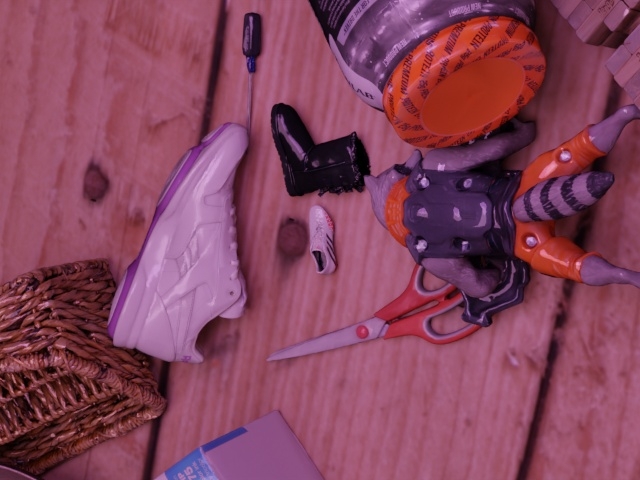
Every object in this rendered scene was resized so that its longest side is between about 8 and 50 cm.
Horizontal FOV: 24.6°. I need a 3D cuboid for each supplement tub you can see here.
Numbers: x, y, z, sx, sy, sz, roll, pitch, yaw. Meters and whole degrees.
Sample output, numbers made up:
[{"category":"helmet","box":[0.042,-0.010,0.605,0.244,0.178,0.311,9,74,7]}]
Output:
[{"category":"supplement tub","box":[0.087,-0.274,1.499,0.207,0.207,0.338,-37,58,25]}]

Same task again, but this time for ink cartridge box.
[{"category":"ink cartridge box","box":[-0.135,0.369,1.738,0.270,0.198,0.197,-38,80,24]}]

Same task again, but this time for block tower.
[{"category":"block tower","box":[0.322,-0.210,1.450,0.091,0.097,0.335,-52,55,30]}]

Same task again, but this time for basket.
[{"category":"basket","box":[-0.382,0.181,1.826,0.299,0.213,0.223,-25,84,26]}]

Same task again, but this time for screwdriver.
[{"category":"screwdriver","box":[-0.081,-0.186,1.748,0.025,0.024,0.169,-3,103,-3]}]

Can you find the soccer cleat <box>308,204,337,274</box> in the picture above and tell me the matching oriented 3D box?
[{"category":"soccer cleat","box":[0.000,0.000,1.719,0.029,0.036,0.083,-8,93,27]}]

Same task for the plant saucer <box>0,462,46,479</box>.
[{"category":"plant saucer","box":[-0.403,0.412,1.917,0.311,0.050,0.310,7,114,16]}]

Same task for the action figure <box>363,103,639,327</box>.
[{"category":"action figure","box":[0.189,-0.078,1.531,0.330,0.178,0.341,-6,88,36]}]

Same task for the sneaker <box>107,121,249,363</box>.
[{"category":"sneaker","box":[-0.139,0.006,1.765,0.152,0.114,0.305,23,100,-9]}]

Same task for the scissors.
[{"category":"scissors","box":[0.069,0.109,1.706,0.297,0.021,0.109,-34,83,23]}]

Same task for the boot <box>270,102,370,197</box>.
[{"category":"boot","box":[0.000,-0.107,1.701,0.099,0.045,0.121,-8,100,29]}]
